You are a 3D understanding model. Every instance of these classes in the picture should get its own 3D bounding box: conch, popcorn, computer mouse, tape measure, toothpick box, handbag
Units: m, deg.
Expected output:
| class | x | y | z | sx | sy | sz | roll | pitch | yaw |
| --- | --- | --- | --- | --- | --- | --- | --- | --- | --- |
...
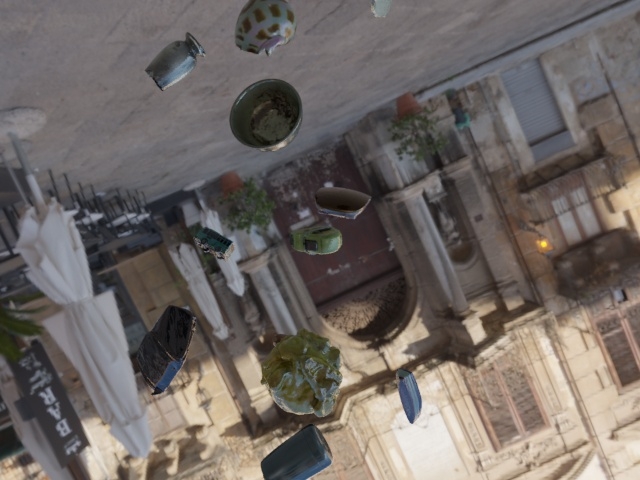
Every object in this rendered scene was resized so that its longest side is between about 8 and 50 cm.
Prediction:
| class | x | y | z | sx | sy | sz | roll | pitch | yaw |
| --- | --- | --- | --- | --- | --- | --- | --- | --- | --- |
| conch | -0.218 | -0.836 | 1.869 | 0.249 | 0.197 | 0.368 | -11 | -148 | -10 |
| popcorn | -0.059 | 0.452 | 1.697 | 0.312 | 0.312 | 0.312 | -24 | -174 | 3 |
| computer mouse | 0.073 | -0.126 | 1.524 | 0.158 | 0.072 | 0.310 | 11 | -167 | 9 |
| tape measure | 0.000 | 0.000 | 1.747 | 0.177 | 0.088 | 0.154 | -13 | -162 | -25 |
| toothpick box | -0.068 | 0.596 | 1.324 | 0.184 | 0.120 | 0.120 | -32 | -173 | -1 |
| handbag | -0.661 | 0.455 | 2.033 | 0.302 | 0.177 | 0.275 | -51 | -159 | 34 |

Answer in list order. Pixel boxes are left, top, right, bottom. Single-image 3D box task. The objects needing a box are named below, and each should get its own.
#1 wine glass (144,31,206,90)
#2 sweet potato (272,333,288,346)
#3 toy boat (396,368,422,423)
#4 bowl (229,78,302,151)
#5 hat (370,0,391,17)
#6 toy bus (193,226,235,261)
| class | x | y | z | sx | sy | sz | roll | pitch | yaw |
| --- | --- | --- | --- | --- | --- | --- | --- | --- | --- |
| wine glass | -0.489 | -0.603 | 1.647 | 0.204 | 0.111 | 0.111 | -41 | -172 | -5 |
| sweet potato | -0.091 | 0.467 | 1.997 | 0.106 | 0.354 | 0.095 | 14 | -114 | 51 |
| toy boat | 0.282 | 0.504 | 1.553 | 0.080 | 0.229 | 0.046 | 6 | -145 | 33 |
| bowl | -0.188 | -0.451 | 1.857 | 0.289 | 0.290 | 0.146 | -24 | 159 | 7 |
| hat | 0.167 | -0.786 | 1.367 | 0.167 | 0.302 | 0.258 | 17 | 164 | -4 |
| toy bus | -0.449 | 0.012 | 2.070 | 0.092 | 0.160 | 0.079 | -56 | 165 | -28 |
